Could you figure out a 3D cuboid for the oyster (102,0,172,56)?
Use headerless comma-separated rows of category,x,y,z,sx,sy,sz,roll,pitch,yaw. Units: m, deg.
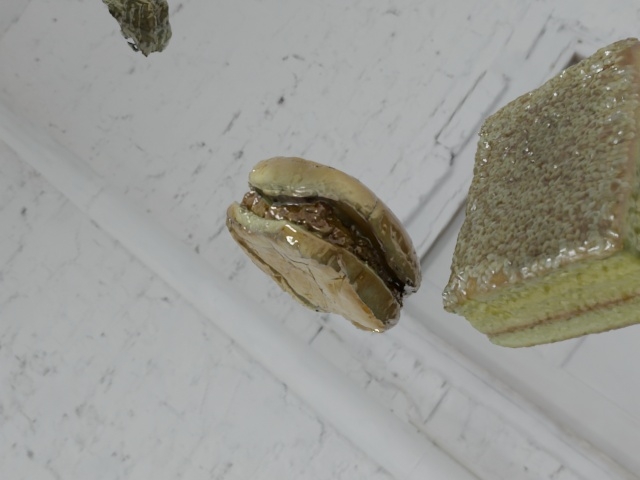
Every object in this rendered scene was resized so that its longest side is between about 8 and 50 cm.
oyster,-0.190,-0.269,0.711,0.072,0.132,0.209,-18,-10,7

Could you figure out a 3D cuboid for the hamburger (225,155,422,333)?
hamburger,0.000,0.000,0.920,0.144,0.283,0.259,-57,-48,-18

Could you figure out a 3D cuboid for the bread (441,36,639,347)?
bread,0.213,-0.035,0.566,0.184,0.111,0.234,-29,33,51
